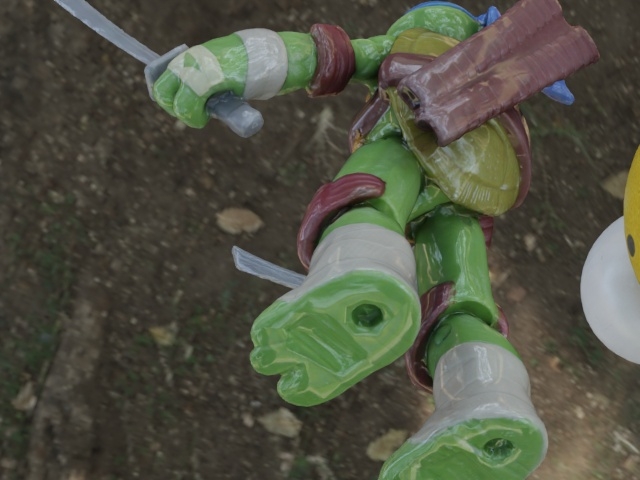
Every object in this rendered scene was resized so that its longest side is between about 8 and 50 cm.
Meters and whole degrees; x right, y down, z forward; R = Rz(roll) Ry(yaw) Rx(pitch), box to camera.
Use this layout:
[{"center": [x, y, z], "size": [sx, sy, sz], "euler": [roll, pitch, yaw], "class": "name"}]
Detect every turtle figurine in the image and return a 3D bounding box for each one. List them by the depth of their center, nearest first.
[{"center": [0.000, 0.000, 0.636], "size": [0.275, 0.198, 0.266], "euler": [-4, 37, 2], "class": "turtle figurine"}]

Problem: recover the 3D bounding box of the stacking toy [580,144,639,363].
[{"center": [0.305, -0.016, 0.823], "size": [0.350, 0.480, 0.350], "euler": [7, 66, -15], "class": "stacking toy"}]
